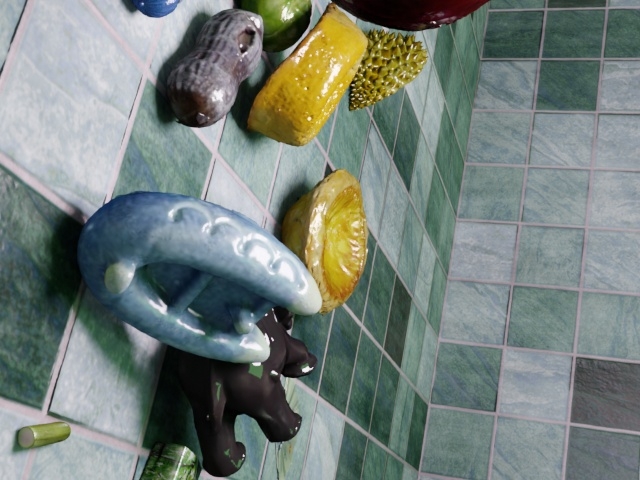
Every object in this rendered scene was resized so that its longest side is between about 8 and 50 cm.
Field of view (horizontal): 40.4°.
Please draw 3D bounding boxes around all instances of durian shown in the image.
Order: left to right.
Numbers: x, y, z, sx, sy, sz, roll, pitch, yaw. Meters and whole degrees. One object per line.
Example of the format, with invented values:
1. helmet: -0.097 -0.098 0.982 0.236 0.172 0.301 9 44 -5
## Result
1. durian: 0.171 -0.440 2.169 0.306 0.172 0.166 -74 -177 -50

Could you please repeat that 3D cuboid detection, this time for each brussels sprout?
1. brussels sprout: -0.074 -0.406 1.531 0.155 0.117 0.155 -32 132 -45

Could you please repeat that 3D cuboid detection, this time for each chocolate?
1. chocolate: -0.160 -0.270 1.343 0.110 0.110 0.248 76 30 -41

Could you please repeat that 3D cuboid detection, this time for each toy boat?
1. toy boat: -0.163 0.065 1.144 0.330 0.215 0.123 34 30 -27

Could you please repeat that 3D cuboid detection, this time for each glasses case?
1. glasses case: -0.252 0.444 1.289 0.095 0.062 0.272 68 32 -50

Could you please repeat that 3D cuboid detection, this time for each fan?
1. fan: -0.070 0.402 1.866 0.131 0.009 0.240 2 92 -72

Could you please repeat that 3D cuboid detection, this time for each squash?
1. squash: -0.335 0.238 1.069 0.083 0.027 0.027 15 80 -69

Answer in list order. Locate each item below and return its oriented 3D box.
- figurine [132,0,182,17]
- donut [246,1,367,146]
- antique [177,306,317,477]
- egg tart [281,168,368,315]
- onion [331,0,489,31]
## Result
1. figurine: -0.224 -0.358 1.222 0.077 0.079 0.136 62 9 -18
2. donut: -0.014 -0.286 1.553 0.278 0.108 0.277 -57 178 -3
3. antique: -0.118 0.180 1.396 0.322 0.185 0.255 -72 151 -52
4. egg tart: 0.000 0.000 1.806 0.319 0.128 0.319 6 90 -69
5. onion: 0.111 -0.391 0.932 0.260 0.281 0.337 -36 122 -86
